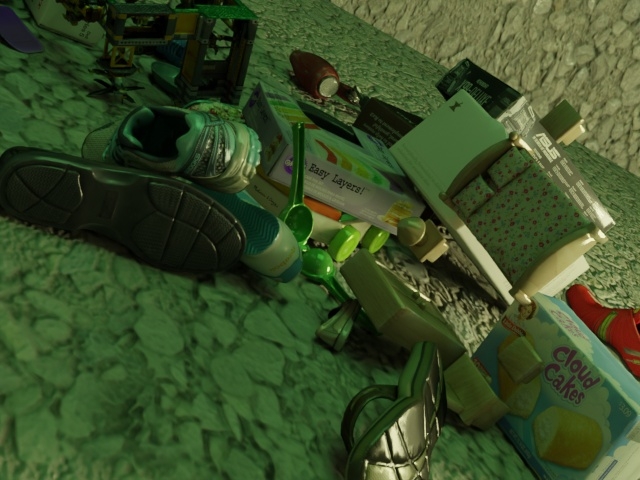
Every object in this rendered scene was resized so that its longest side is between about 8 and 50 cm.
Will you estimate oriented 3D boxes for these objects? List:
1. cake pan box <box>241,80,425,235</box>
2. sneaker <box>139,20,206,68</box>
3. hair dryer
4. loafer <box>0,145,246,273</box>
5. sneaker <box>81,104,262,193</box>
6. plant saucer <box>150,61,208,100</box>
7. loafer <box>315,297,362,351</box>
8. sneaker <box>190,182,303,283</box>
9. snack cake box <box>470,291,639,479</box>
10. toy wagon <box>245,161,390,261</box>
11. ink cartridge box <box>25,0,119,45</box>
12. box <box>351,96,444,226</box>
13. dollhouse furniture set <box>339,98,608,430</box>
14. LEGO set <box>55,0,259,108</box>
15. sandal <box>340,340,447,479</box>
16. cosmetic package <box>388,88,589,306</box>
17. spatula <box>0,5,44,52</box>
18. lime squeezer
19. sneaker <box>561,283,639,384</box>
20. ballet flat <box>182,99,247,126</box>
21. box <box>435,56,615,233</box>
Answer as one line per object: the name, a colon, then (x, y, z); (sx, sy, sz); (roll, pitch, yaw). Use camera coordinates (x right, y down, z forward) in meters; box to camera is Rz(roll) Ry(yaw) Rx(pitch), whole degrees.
cake pan box: (0.013, -0.127, 1.708); (0.246, 0.070, 0.267); (26, 19, -23)
sneaker: (-0.279, -0.355, 2.046); (0.085, 0.058, 0.152); (17, 19, -49)
hair dryer: (0.036, -0.324, 2.470); (0.293, 0.080, 0.223); (42, 5, 13)
loafer: (-0.228, -0.048, 1.305); (0.303, 0.109, 0.095); (18, 18, -28)
sneaker: (-0.207, -0.127, 1.359); (0.283, 0.110, 0.122); (2, -15, 40)
plant saucer: (-0.246, -0.272, 1.952); (0.119, 0.021, 0.119); (28, 19, -10)
loafer: (0.025, 0.098, 1.413); (0.039, 0.045, 0.125); (25, 22, 3)
sneaker: (-0.107, -0.018, 1.459); (0.229, 0.087, 0.092); (42, -7, 47)
snack cake box: (0.307, 0.198, 1.414); (0.089, 0.152, 0.264); (20, 21, -34)
toy wagon: (-0.010, -0.080, 1.759); (0.267, 0.068, 0.344); (38, 20, 19)
ink cartridge box: (-0.432, -0.492, 1.947); (0.115, 0.198, 0.273); (16, 24, -37)
box: (0.198, -0.128, 2.026); (0.191, 0.143, 0.381); (40, 16, 23)
dollhouse furniture set: (0.226, 0.001, 1.393); (0.174, 0.355, 0.303); (35, 18, -47)
LEGO set: (-0.266, -0.316, 1.818); (0.331, 0.192, 0.255); (-12, 41, -40)
sandal: (0.070, 0.198, 1.167); (0.086, 0.120, 0.303); (0, 15, 16)
cosmetic package: (0.272, -0.047, 1.747); (0.197, 0.155, 0.365); (55, 6, 36)
spatula: (-0.559, -0.383, 1.743); (0.296, 0.030, 0.084); (34, 21, 7)
lime squeezer: (0.000, 0.000, 1.534); (0.059, 0.110, 0.310); (-4, 70, -56)
sneaker: (0.519, 0.151, 1.904); (0.107, 0.118, 0.279); (18, 23, -35)
ballet flat: (-0.139, -0.179, 1.826); (0.241, 0.091, 0.077); (-6, 71, -54)
box: (0.344, -0.149, 1.898); (0.307, 0.076, 0.242); (47, 4, -27)
